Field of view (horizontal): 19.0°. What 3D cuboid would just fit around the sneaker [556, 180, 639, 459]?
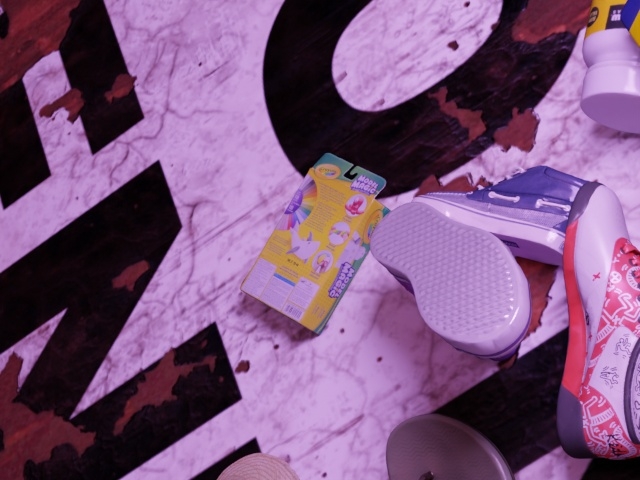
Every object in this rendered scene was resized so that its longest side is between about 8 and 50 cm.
[{"bbox_3d":[0.304,0.071,1.775,0.145,0.090,0.270,-6,68,31],"label":"sneaker"}]

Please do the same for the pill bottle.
[{"bbox_3d":[0.324,-0.219,1.882,0.119,0.119,0.208,1,68,35],"label":"pill bottle"}]

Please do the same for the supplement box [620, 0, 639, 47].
[{"bbox_3d":[0.452,-0.154,1.668,0.356,0.194,0.195,64,145,37],"label":"supplement box"}]

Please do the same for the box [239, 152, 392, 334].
[{"bbox_3d":[0.000,0.000,2.049,0.105,0.043,0.179,28,88,41],"label":"box"}]

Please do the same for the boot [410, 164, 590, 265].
[{"bbox_3d":[0.185,-0.036,1.930,0.190,0.069,0.086,16,70,31],"label":"boot"}]

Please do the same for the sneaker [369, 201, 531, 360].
[{"bbox_3d":[0.160,0.066,1.815,0.102,0.161,0.282,-41,26,2],"label":"sneaker"}]

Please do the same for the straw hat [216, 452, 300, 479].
[{"bbox_3d":[-0.085,0.278,1.956,0.144,0.061,0.144,-15,59,28],"label":"straw hat"}]

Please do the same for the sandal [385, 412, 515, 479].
[{"bbox_3d":[0.133,0.288,1.783,0.120,0.086,0.303,-31,54,19],"label":"sandal"}]
